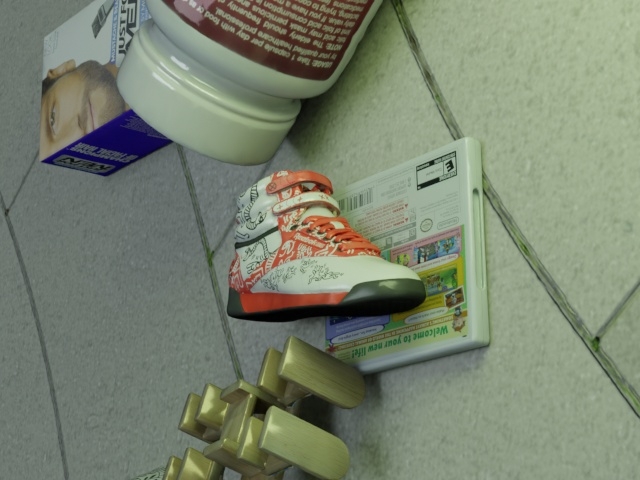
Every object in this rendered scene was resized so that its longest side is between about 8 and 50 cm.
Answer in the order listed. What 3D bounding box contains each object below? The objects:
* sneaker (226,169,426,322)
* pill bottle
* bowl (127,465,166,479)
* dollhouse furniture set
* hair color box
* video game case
[{"bbox_3d":[-0.001,0.000,1.311,0.270,0.090,0.145,-9,76,54],"label":"sneaker"},{"bbox_3d":[-0.040,-0.285,1.374,0.392,0.224,0.224,-59,40,23],"label":"pill bottle"},{"bbox_3d":[-0.213,0.337,1.549,0.170,0.080,0.170,-22,62,49],"label":"bowl"},{"bbox_3d":[-0.041,0.248,1.321,0.212,0.161,0.242,-34,34,50],"label":"dollhouse furniture set"},{"bbox_3d":[-0.228,-0.216,1.710,0.339,0.110,0.185,-21,64,51],"label":"hair color box"},{"bbox_3d":[0.076,0.023,1.298,0.212,0.023,0.193,-20,64,49],"label":"video game case"}]
